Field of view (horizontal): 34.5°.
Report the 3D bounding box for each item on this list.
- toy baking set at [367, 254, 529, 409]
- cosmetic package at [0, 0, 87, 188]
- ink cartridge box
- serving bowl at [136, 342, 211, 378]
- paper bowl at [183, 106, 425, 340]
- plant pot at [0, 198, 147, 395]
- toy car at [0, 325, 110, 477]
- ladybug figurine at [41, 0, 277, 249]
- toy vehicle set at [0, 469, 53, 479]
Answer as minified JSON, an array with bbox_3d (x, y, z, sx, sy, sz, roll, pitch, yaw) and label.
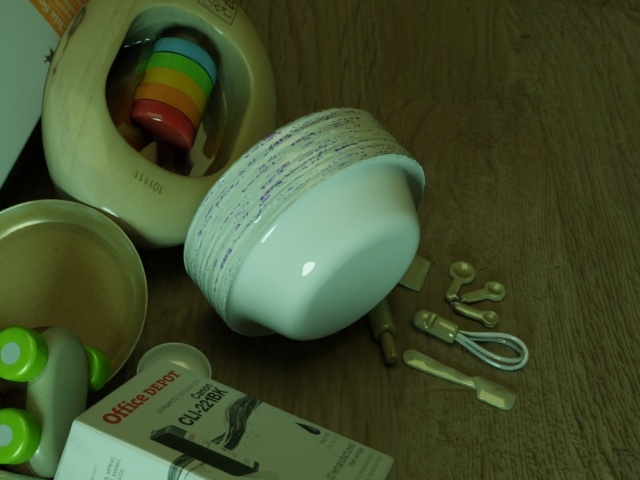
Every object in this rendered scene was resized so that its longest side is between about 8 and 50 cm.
[{"bbox_3d":[0.153,0.097,1.280,0.196,0.030,0.256,2,44,-10],"label":"toy baking set"},{"bbox_3d":[-0.459,-0.235,1.279,0.161,0.230,0.453,-11,46,31],"label":"cosmetic package"},{"bbox_3d":[-0.089,0.235,0.979,0.272,0.114,0.197,21,15,11],"label":"ink cartridge box"},{"bbox_3d":[-0.165,0.155,1.159,0.083,0.027,0.083,6,43,-5],"label":"serving bowl"},{"bbox_3d":[0.000,0.000,1.167,0.284,0.284,0.148,-24,59,-31],"label":"paper bowl"},{"bbox_3d":[-0.306,0.071,1.147,0.236,0.032,0.237,-1,75,2],"label":"plant pot"},{"bbox_3d":[-0.333,0.162,1.040,0.188,0.155,0.149,-2,76,16],"label":"toy car"},{"bbox_3d":[-0.213,-0.167,1.344,0.305,0.162,0.449,33,49,-19],"label":"ladybug figurine"},{"bbox_3d":[-0.274,0.341,0.941,0.165,0.035,0.267,12,44,1],"label":"toy vehicle set"}]
